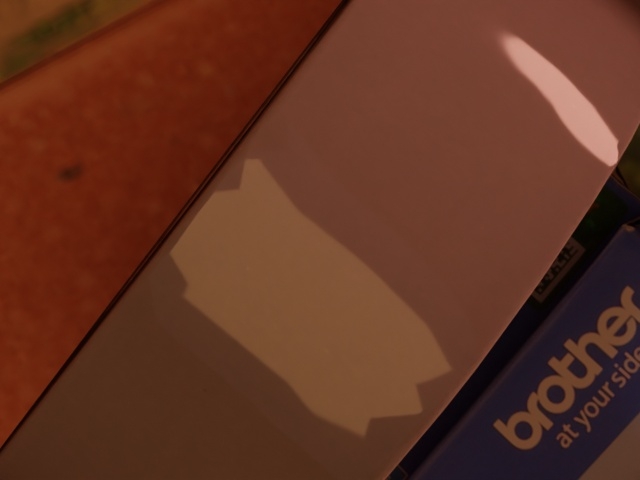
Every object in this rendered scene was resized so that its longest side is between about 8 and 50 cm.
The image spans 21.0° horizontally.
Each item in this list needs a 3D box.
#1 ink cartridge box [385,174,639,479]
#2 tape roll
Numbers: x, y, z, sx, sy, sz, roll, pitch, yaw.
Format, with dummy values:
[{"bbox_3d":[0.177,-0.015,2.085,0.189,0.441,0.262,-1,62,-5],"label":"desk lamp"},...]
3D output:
[{"bbox_3d":[0.118,0.128,0.521,0.311,0.065,0.186,44,110,16],"label":"ink cartridge box"},{"bbox_3d":[0.000,0.000,0.473,0.072,0.219,0.219,38,103,-5],"label":"tape roll"}]
